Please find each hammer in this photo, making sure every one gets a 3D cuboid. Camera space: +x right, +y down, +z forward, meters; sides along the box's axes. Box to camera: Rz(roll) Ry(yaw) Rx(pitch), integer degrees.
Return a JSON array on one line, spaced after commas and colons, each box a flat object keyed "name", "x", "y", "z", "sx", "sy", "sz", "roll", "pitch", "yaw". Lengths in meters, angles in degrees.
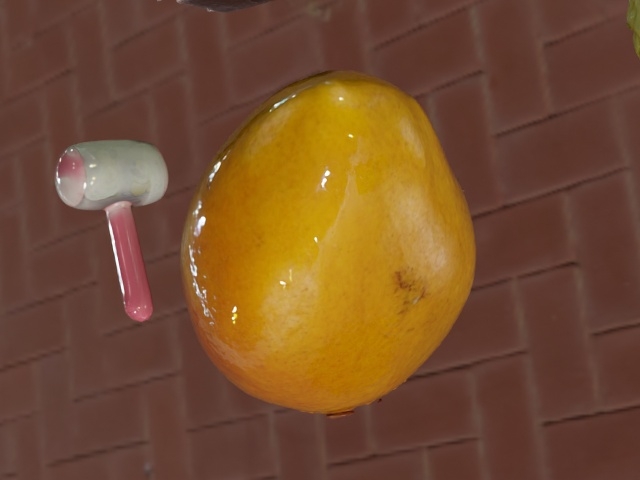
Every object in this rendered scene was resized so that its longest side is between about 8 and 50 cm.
[{"name": "hammer", "x": -0.086, "y": -0.004, "z": 0.657, "sx": 0.031, "sy": 0.053, "sz": 0.083, "roll": -31, "pitch": 69, "yaw": 53}]

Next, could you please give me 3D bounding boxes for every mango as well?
[{"name": "mango", "x": 0.000, "y": 0.000, "z": 0.898, "sx": 0.187, "sy": 0.257, "sz": 0.138, "roll": -15, "pitch": 57, "yaw": 4}]

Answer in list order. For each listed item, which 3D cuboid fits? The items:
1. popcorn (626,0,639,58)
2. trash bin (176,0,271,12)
[{"name": "popcorn", "x": 0.223, "y": -0.104, "z": 0.640, "sx": 0.173, "sy": 0.174, "sz": 0.142, "roll": 15, "pitch": 99, "yaw": 43}, {"name": "trash bin", "x": -0.076, "y": -0.349, "z": 1.401, "sx": 0.185, "sy": 0.161, "sz": 0.238, "roll": -9, "pitch": 87, "yaw": 28}]
